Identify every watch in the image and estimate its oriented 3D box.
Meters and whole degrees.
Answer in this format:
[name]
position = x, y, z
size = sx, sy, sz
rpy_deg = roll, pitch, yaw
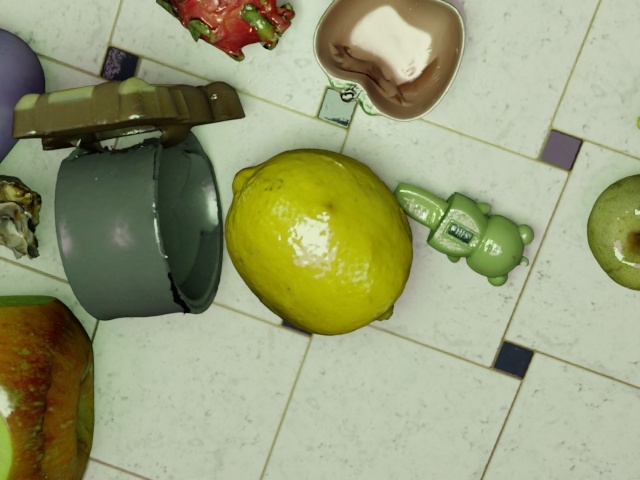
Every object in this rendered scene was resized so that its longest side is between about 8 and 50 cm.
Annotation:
[watch]
position = -0.264, -0.048, 1.764
size = 0.314, 0.335, 0.327
rpy_deg = -7, 92, 12

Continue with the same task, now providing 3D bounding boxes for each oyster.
[oyster]
position = -0.445, -0.036, 1.820
size = 0.128, 0.345, 0.079
rpy_deg = 39, 69, -8

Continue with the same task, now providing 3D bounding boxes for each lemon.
[lemon]
position = -0.002, -0.002, 1.792
size = 0.260, 0.260, 0.284
rpy_deg = -41, 75, 15

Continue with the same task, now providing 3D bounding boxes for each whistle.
[whistle]
position = 0.206, -0.017, 1.847
size = 0.227, 0.085, 0.105
rpy_deg = 28, 106, -3

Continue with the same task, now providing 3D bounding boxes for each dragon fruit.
[dragon fruit]
position = -0.131, -0.333, 1.772
size = 0.172, 0.166, 0.160
rpy_deg = 46, 66, 5

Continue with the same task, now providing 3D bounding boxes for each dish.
[dish]
position = 0.099, -0.277, 1.788
size = 0.213, 0.090, 0.213
rpy_deg = 1, 103, 5

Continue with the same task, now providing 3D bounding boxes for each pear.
[pear]
position = 0.461, -0.014, 1.792
size = 0.167, 0.136, 0.167
rpy_deg = 3, 107, 10

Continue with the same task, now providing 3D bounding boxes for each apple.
[apple]
position = -0.508, 0.235, 1.848
size = 0.374, 0.384, 0.374
rpy_deg = 1, 63, -2

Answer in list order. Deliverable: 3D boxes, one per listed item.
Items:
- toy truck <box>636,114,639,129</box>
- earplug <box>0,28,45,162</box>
[toy truck]
position = 0.579, -0.116, 1.738
size = 0.272, 0.157, 0.124
rpy_deg = 35, 106, -3
[earplug]
position = -0.584, -0.125, 1.855
size = 0.215, 0.215, 0.456
rpy_deg = 45, 102, -6
